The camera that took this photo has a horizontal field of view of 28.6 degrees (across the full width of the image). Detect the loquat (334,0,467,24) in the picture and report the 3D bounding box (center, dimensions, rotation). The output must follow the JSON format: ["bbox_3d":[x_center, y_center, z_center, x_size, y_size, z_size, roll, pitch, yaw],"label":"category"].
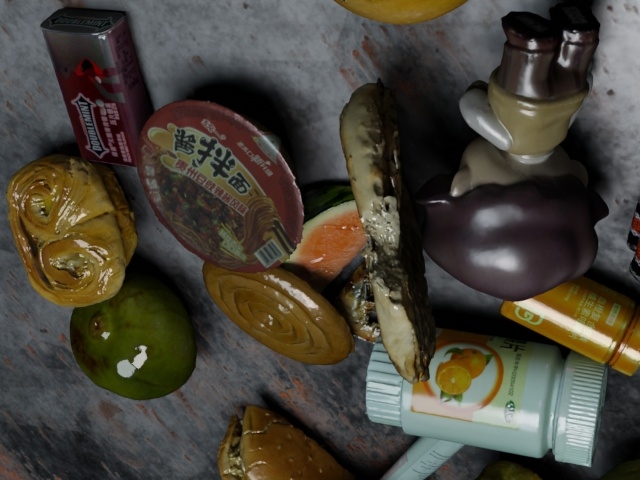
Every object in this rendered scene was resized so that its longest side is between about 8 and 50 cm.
[{"bbox_3d":[0.072,-0.350,1.300,0.263,0.263,0.263,16,133,18],"label":"loquat"}]

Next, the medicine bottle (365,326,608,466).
[{"bbox_3d":[0.229,0.209,1.742,0.318,0.158,0.158,7,130,17],"label":"medicine bottle"}]

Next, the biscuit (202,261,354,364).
[{"bbox_3d":[-0.068,0.108,1.880,0.262,0.037,0.262,26,152,15],"label":"biscuit"}]

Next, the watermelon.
[{"bbox_3d":[0.002,-0.004,1.787,0.119,0.063,0.245,18,134,-13],"label":"watermelon"}]

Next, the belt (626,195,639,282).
[{"bbox_3d":[0.537,0.035,1.461,0.359,0.126,0.094,17,135,15],"label":"belt"}]

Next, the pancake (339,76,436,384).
[{"bbox_3d":[0.085,-0.009,1.528,0.071,0.382,0.382,-10,125,7],"label":"pancake"}]

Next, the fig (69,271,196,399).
[{"bbox_3d":[-0.284,0.157,2.012,0.203,0.203,0.225,-11,158,36],"label":"fig"}]

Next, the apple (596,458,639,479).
[{"bbox_3d":[0.469,0.442,1.730,0.254,0.292,0.292,45,143,31],"label":"apple"}]

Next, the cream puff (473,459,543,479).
[{"bbox_3d":[0.273,0.447,1.883,0.196,0.244,0.244,32,136,1],"label":"cream puff"}]

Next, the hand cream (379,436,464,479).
[{"bbox_3d":[0.156,0.356,1.990,0.058,0.085,0.331,54,136,20],"label":"hand cream"}]

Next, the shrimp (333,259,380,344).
[{"bbox_3d":[0.101,0.097,1.824,0.148,0.035,0.195,33,140,3],"label":"shrimp"}]

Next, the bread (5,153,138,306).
[{"bbox_3d":[-0.381,-0.015,1.912,0.198,0.120,0.236,-13,96,36],"label":"bread"}]

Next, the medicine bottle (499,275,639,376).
[{"bbox_3d":[0.339,0.096,1.644,0.192,0.096,0.096,27,135,8],"label":"medicine bottle"}]

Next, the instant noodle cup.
[{"bbox_3d":[-0.119,-0.089,1.743,0.274,0.091,0.274,17,128,23],"label":"instant noodle cup"}]

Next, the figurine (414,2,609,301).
[{"bbox_3d":[0.222,-0.100,1.483,0.206,0.218,0.365,25,127,45],"label":"figurine"}]

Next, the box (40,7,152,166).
[{"bbox_3d":[-0.309,-0.214,1.775,0.120,0.069,0.224,10,132,23],"label":"box"}]

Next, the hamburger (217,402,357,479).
[{"bbox_3d":[-0.048,0.407,2.087,0.283,0.156,0.144,40,133,-12],"label":"hamburger"}]
